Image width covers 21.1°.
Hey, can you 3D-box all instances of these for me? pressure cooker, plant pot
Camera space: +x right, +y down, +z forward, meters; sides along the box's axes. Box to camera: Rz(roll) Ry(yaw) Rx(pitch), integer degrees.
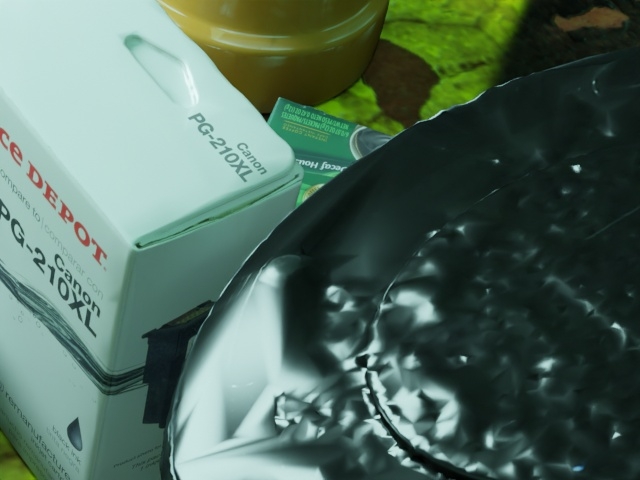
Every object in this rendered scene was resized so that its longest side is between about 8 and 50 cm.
[{"bbox_3d":[0.162,0.179,0.680,0.370,0.420,0.375,-13,34,16],"label":"pressure cooker"},{"bbox_3d":[-0.041,-0.220,1.118,0.205,0.188,0.205,8,48,-9],"label":"plant pot"}]

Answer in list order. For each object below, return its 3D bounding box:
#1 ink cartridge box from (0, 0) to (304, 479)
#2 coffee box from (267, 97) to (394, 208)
[{"bbox_3d":[-0.114,0.006,0.861,0.100,0.237,0.172,-25,59,-32],"label":"ink cartridge box"},{"bbox_3d":[0.000,0.000,1.033,0.113,0.040,0.184,19,47,1],"label":"coffee box"}]
